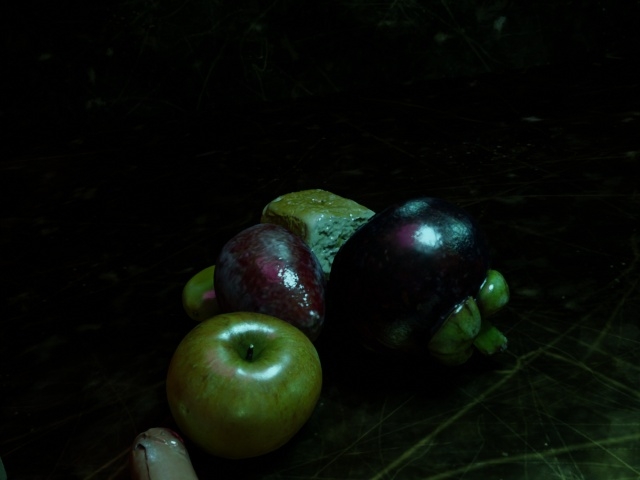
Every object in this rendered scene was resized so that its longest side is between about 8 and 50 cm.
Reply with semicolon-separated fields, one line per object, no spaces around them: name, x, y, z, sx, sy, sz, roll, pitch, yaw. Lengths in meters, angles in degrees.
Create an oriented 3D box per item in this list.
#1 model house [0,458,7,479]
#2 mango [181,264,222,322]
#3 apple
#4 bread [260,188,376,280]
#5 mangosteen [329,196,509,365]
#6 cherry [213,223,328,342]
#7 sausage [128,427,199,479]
model house;-0.556;0.339;0.907;0.204;0.211;0.243;-21;21;-12
mango;-0.221;0.108;1.431;0.122;0.085;0.191;-17;17;3
apple;-0.119;0.224;1.069;0.237;0.207;0.237;6;40;-5
bread;0.000;0.000;1.475;0.196;0.176;0.246;-11;21;-33
mangosteen;0.165;0.080;1.185;0.300;0.300;0.300;-6;27;3
cherry;-0.083;0.092;1.247;0.203;0.230;0.300;-17;23;-18
sausage;-0.161;0.372;0.877;0.094;0.094;0.419;-29;34;-18
